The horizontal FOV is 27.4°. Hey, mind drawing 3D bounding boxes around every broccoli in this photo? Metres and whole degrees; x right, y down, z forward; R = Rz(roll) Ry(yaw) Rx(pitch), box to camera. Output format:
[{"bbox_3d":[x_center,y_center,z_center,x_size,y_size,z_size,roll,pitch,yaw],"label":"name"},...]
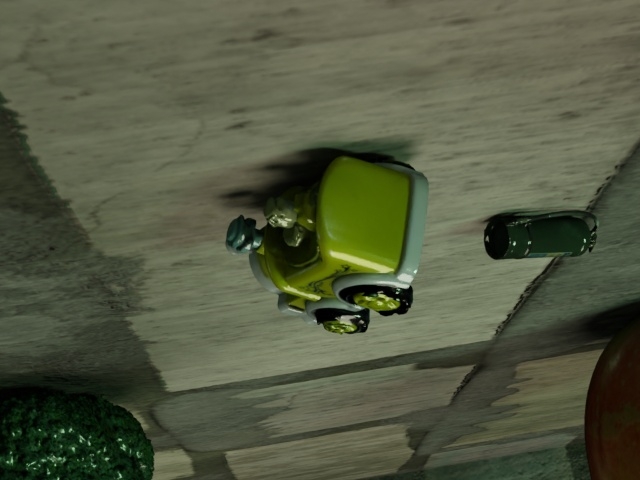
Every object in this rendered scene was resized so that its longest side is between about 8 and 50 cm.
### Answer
[{"bbox_3d":[-0.267,0.240,1.084,0.297,0.297,0.297,18,-174,39],"label":"broccoli"}]

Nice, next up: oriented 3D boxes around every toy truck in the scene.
[{"bbox_3d":[0.000,0.000,0.643,0.077,0.076,0.111,17,157,-23],"label":"toy truck"}]

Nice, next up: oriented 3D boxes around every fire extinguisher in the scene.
[{"bbox_3d":[0.140,-0.004,0.796,0.083,0.025,0.038,0,139,-32],"label":"fire extinguisher"}]

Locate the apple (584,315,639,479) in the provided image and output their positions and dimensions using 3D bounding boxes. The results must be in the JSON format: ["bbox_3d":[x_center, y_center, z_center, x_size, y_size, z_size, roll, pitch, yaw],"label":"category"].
[{"bbox_3d":[0.392,0.187,1.178,0.319,0.277,0.319,-8,165,-2],"label":"apple"}]
